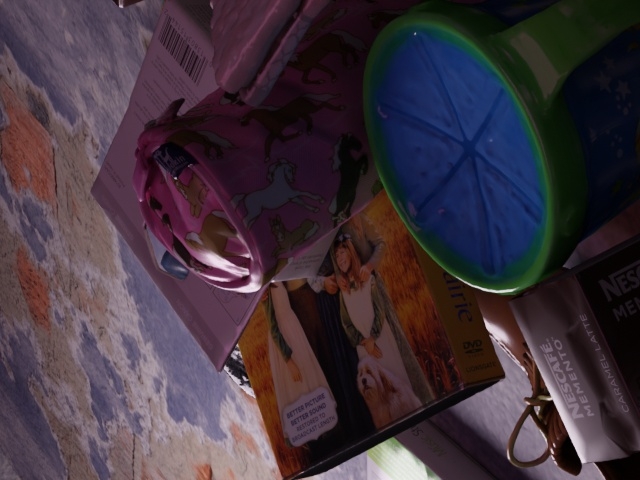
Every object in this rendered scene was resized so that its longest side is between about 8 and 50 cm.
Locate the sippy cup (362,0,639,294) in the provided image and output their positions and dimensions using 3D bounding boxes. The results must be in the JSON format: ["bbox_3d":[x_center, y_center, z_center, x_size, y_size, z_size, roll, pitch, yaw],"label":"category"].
[{"bbox_3d":[0.190,-0.105,1.237,0.305,0.224,0.240,11,122,58],"label":"sippy cup"}]

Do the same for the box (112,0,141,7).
[{"bbox_3d":[-0.169,-0.388,1.671,0.168,0.203,0.167,51,149,28],"label":"box"}]

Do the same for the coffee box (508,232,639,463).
[{"bbox_3d":[0.283,0.050,1.168,0.141,0.246,0.098,65,152,2],"label":"coffee box"}]

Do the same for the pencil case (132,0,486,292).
[{"bbox_3d":[0.014,-0.124,1.368,0.160,0.386,0.167,12,135,53],"label":"pencil case"}]

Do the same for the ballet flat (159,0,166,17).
[{"bbox_3d":[-0.133,-0.157,1.902,0.106,0.107,0.316,23,132,44],"label":"ballet flat"}]

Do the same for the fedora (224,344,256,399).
[{"bbox_3d":[-0.050,0.093,1.812,0.334,0.152,0.334,43,159,21],"label":"fedora"}]

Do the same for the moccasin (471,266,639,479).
[{"bbox_3d":[0.256,0.160,1.409,0.380,0.147,0.139,52,149,26],"label":"moccasin"}]

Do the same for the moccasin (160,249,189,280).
[{"bbox_3d":[-0.164,0.014,2.058,0.342,0.116,0.138,59,159,18],"label":"moccasin"}]

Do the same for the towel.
[{"bbox_3d":[0.008,-0.309,1.282,0.317,0.053,0.332,-51,26,28],"label":"towel"}]

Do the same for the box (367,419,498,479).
[{"bbox_3d":[0.145,0.375,1.875,0.232,0.058,0.322,39,144,41],"label":"box"}]

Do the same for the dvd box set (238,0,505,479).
[{"bbox_3d":[0.000,0.000,1.565,0.307,0.062,0.420,-34,69,46],"label":"dvd box set"}]

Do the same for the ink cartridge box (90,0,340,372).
[{"bbox_3d":[-0.105,-0.060,1.578,0.296,0.066,0.261,51,129,32],"label":"ink cartridge box"}]
